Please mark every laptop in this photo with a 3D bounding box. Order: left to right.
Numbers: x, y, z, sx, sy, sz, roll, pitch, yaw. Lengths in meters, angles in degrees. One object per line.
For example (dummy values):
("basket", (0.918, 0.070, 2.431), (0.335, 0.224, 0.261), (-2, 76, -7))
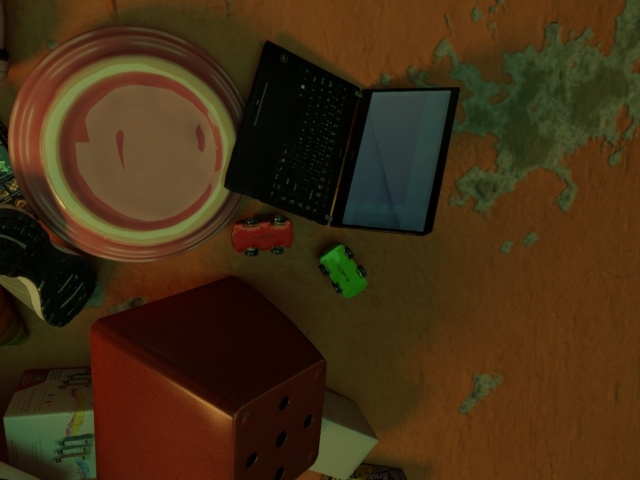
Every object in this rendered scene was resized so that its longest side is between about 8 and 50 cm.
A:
("laptop", (0.034, -0.147, 0.773), (0.264, 0.136, 0.234), (20, 75, -25))

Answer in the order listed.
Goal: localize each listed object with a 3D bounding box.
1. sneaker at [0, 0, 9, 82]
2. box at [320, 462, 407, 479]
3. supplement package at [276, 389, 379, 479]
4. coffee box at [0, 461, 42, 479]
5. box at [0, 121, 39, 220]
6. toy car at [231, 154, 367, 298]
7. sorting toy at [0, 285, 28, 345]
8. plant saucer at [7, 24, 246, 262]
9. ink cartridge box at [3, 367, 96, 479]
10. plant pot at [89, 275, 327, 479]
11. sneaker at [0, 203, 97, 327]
("sneaker", (-0.542, -0.326, 0.618), (0.366, 0.137, 0.210), (13, 103, -22))
("box", (0.089, 0.485, 1.094), (0.169, 0.054, 0.059), (17, 103, -18))
("supplement package", (-0.005, 0.334, 0.974), (0.179, 0.105, 0.105), (32, 99, -33))
("coffee box", (-0.596, 0.454, 0.690), (0.334, 0.337, 0.338), (39, 127, -23))
("box", (-0.510, -0.064, 0.755), (0.220, 0.051, 0.175), (-31, 113, -3))
("toy car", (0.000, 0.000, 0.907), (0.239, 0.053, 0.225), (-34, 113, 0))
("sorting toy", (-0.590, 0.185, 0.812), (0.366, 0.127, 0.126), (-30, 143, 0))
("plant saucer", (-0.246, -0.123, 0.759), (0.332, 0.084, 0.332), (-6, 106, -21))
("ink cartridge box", (-0.380, 0.286, 0.866), (0.176, 0.128, 0.127), (0, 108, -15))
("plant pot", (-0.141, 0.236, 0.791), (0.267, 0.236, 0.267), (-17, 118, -50))
("sneaker", (-0.404, 0.028, 0.758), (0.100, 0.108, 0.271), (-57, 156, -26))
